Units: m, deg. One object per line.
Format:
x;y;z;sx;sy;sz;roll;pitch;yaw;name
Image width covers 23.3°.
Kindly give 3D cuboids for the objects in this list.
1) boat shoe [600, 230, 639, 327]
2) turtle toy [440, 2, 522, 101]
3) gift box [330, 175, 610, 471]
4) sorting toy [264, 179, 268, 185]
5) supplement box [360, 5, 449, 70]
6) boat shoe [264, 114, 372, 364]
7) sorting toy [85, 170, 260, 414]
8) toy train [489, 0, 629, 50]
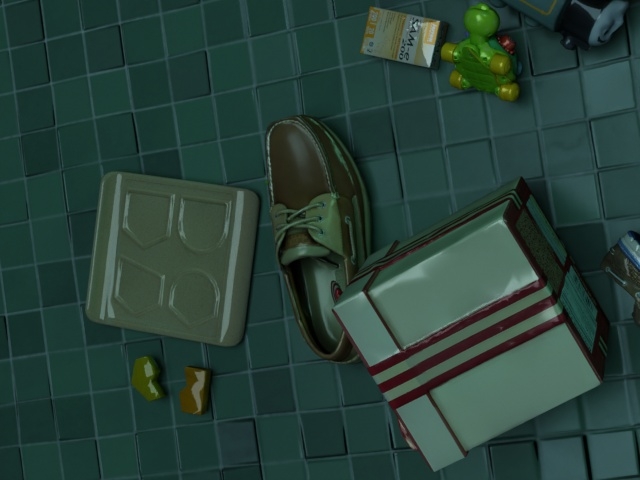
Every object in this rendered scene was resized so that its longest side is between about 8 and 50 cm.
0.400;0.077;1.816;0.066;0.066;0.183;-45;64;22;boat shoe
0.200;-0.229;1.877;0.095;0.130;0.066;19;62;31;turtle toy
0.177;0.101;1.815;0.258;0.276;0.255;-29;92;17;gift box
-0.032;-0.068;2.027;0.083;0.012;0.062;36;108;16;sorting toy
0.105;-0.255;1.955;0.098;0.036;0.062;14;96;23;supplement box
0.000;0.000;1.946;0.123;0.120;0.324;-19;86;23;boat shoe
-0.204;0.070;2.092;0.229;0.041;0.307;8;93;19;sorting toy
0.243;-0.367;1.850;0.334;0.142;0.190;34;115;18;toy train
